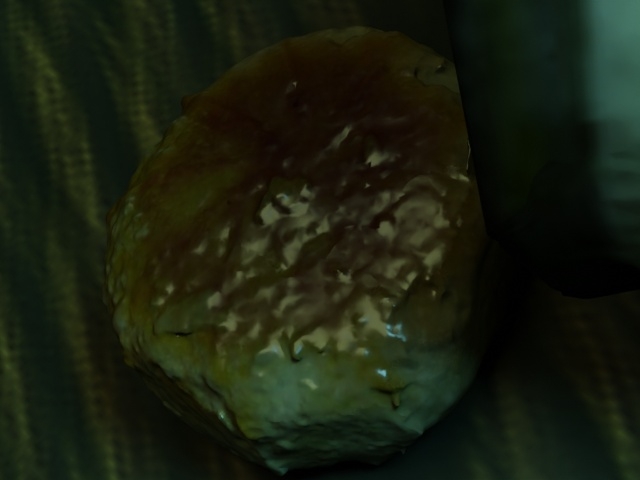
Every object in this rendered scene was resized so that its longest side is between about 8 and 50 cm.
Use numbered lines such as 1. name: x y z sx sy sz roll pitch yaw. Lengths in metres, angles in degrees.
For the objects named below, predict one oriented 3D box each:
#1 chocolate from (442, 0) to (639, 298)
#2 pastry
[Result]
1. chocolate: 0.210 -0.145 0.514 0.297 0.326 0.314 -6 23 26
2. pastry: 0.000 0.000 0.667 0.182 0.093 0.192 21 69 33
